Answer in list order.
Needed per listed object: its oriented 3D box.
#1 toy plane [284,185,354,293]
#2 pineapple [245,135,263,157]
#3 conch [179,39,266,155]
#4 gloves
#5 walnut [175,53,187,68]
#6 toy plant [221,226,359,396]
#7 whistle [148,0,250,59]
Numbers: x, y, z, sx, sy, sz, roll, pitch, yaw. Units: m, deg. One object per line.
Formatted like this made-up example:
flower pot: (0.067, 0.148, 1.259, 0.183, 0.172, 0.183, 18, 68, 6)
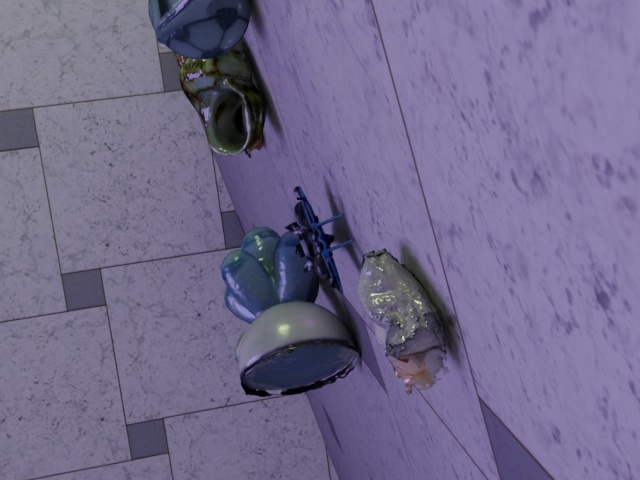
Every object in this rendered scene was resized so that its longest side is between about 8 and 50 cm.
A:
toy plane: (-0.007, 0.003, 1.286, 0.246, 0.078, 0.169, 148, 99, -82)
pineapple: (-0.164, -0.268, 1.741, 0.221, 0.047, 0.221, 162, 90, -84)
conch: (-0.160, -0.258, 1.485, 0.187, 0.124, 0.181, 24, 132, 37)
gloves: (0.087, 0.081, 0.918, 0.153, 0.070, 0.114, 61, 175, 43)
walnut: (-0.265, -0.409, 1.821, 0.105, 0.105, 0.124, -130, 20, -65)
toy plant: (-0.079, 0.112, 1.634, 0.247, 0.247, 0.332, 83, 170, -61)
whistle: (-0.157, -0.352, 1.224, 0.290, 0.163, 0.163, -22, 89, 46)
